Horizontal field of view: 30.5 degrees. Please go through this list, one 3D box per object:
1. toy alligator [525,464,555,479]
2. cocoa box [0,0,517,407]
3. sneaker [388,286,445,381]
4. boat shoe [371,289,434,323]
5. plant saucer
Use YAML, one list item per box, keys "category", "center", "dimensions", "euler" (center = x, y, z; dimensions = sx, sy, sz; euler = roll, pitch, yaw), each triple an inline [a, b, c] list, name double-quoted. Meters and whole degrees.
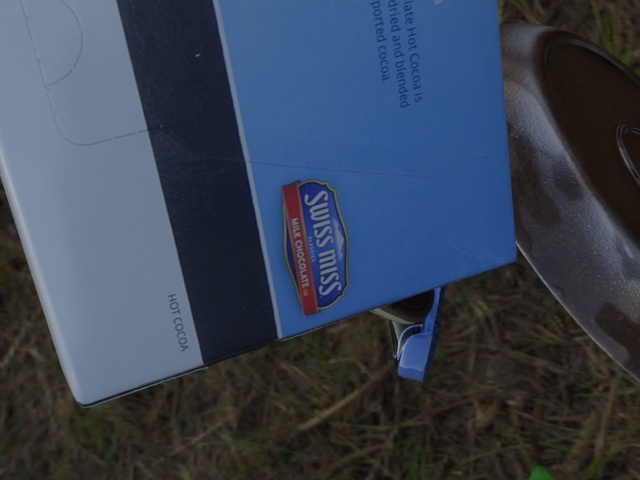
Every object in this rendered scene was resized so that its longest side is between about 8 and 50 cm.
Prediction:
- category: "toy alligator"
  center: [0.039, 0.142, 0.389]
  dimensions: [0.051, 0.190, 0.056]
  euler: [11, 130, 15]
- category: "cocoa box"
  center: [-0.065, -0.148, 0.552]
  dimensions: [0.231, 0.228, 0.347]
  euler: [-129, 25, -57]
- category: "sneaker"
  center: [0.079, 0.022, 1.159]
  dimensions: [0.090, 0.081, 0.232]
  euler: [5, 76, 10]
- category: "boat shoe"
  center: [0.000, 0.000, 0.871]
  dimensions: [0.072, 0.190, 0.068]
  euler: [-33, 20, 49]
- category: "plant saucer"
  center: [0.207, -0.030, 0.767]
  dimensions: [0.050, 0.310, 0.311]
  euler: [-41, 59, 32]
